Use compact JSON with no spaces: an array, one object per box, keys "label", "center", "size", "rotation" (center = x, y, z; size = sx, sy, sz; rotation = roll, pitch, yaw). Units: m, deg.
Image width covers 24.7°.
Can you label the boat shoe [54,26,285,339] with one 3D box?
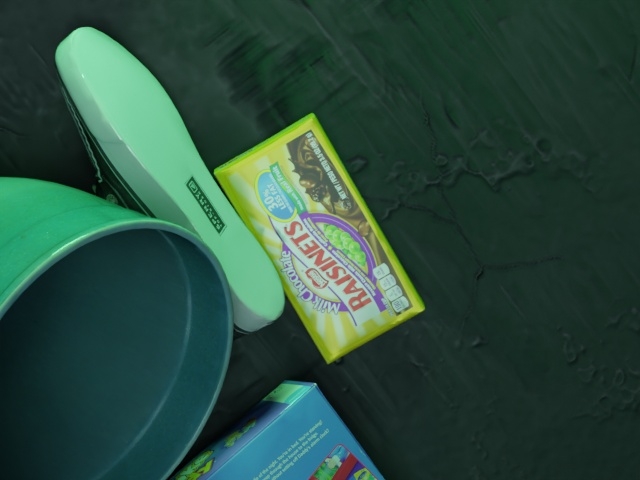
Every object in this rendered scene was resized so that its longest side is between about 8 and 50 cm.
[{"label":"boat shoe","center":[-0.151,-0.038,1.264],"size":[0.102,0.108,0.301],"rotation":[-28,105,27]}]

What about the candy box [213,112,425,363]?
[{"label":"candy box","center":[0.000,0.000,1.314],"size":[0.105,0.027,0.206],"rotation":[-30,101,6]}]

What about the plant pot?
[{"label":"plant pot","center":[-0.254,0.064,1.172],"size":[0.255,0.272,0.271],"rotation":[28,101,36]}]

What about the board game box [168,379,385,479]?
[{"label":"board game box","center":[-0.077,0.321,1.279],"size":[0.347,0.078,0.233],"rotation":[-39,101,-19]}]

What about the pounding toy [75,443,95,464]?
[{"label":"pounding toy","center":[-0.225,0.196,1.296],"size":[0.141,0.130,0.100],"rotation":[-39,113,4]}]
